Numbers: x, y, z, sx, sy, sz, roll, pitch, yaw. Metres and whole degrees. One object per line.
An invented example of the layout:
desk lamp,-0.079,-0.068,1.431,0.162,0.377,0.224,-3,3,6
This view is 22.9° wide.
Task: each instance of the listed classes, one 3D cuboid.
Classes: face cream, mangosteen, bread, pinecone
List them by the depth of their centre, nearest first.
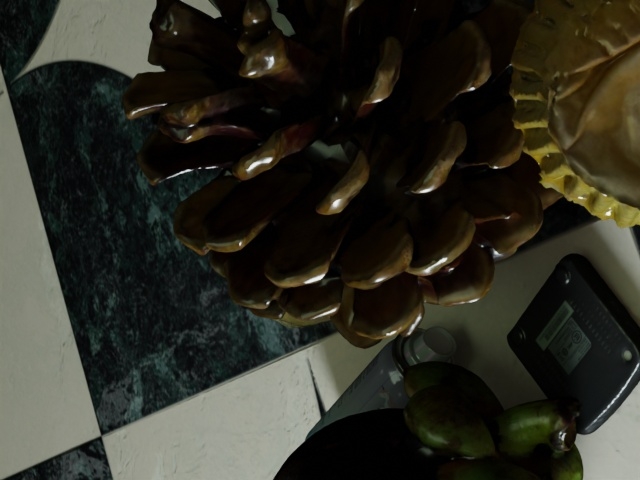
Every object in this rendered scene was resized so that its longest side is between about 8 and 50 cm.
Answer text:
bread,0.253,-0.119,1.139,0.240,0.139,0.240,1,93,9
pinecone,0.006,-0.118,1.297,0.384,0.384,0.384,16,110,50
mangosteen,0.090,0.273,1.395,0.311,0.311,0.311,16,110,50
face cream,0.063,0.160,1.566,0.075,0.075,0.229,61,140,23

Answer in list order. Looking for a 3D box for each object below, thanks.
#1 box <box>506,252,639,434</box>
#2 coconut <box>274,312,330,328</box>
box,0.224,0.093,1.379,0.125,0.027,0.126,56,137,28
coconut,0.000,0.000,1.557,0.147,0.147,0.153,50,132,33
